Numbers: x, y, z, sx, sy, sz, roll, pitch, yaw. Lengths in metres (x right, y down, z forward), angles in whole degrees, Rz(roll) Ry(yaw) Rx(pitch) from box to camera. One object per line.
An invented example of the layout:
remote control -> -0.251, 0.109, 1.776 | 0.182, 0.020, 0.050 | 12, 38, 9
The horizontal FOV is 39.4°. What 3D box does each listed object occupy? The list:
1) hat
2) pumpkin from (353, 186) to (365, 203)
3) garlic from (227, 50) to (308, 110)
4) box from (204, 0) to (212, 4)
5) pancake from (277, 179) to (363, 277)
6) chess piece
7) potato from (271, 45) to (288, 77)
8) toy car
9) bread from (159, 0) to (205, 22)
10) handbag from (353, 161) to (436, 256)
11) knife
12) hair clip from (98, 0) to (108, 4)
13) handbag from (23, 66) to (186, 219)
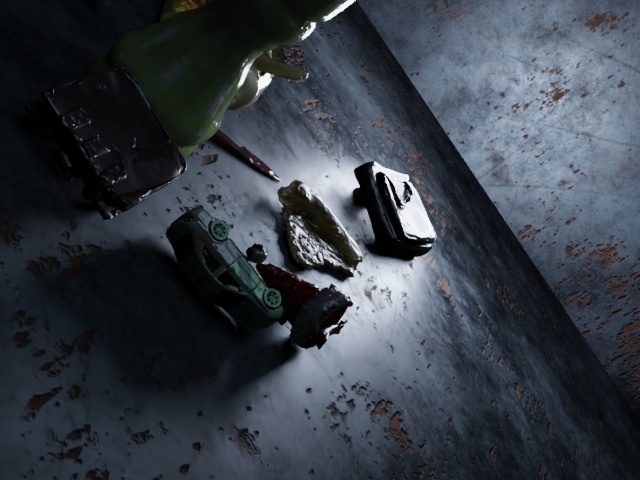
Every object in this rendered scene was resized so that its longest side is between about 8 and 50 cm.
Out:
hat -> -0.054, 0.093, 1.560 | 0.227, 0.129, 0.140 | 42, 36, 13
pumpkin -> 0.118, -0.117, 2.297 | 0.083, 0.028, 0.050 | 6, 55, -58
garlic -> -0.133, -0.351, 1.805 | 0.199, 0.226, 0.199 | -41, 136, -55
box -> -0.199, -0.498, 1.953 | 0.115, 0.025, 0.048 | 10, 48, -45
pancake -> 0.000, 0.000, 1.837 | 0.266, 0.057, 0.244 | 51, 23, -15
chess piece -> -0.153, -0.336, 1.468 | 0.234, 0.442, 0.234 | 44, 24, -25
potato -> -0.153, -0.423, 2.042 | 0.138, 0.098, 0.243 | 43, 30, -7
toy car -> -0.153, 0.054, 1.393 | 0.224, 0.090, 0.076 | 53, 48, -10
bread -> -0.276, -0.477, 1.918 | 0.125, 0.068, 0.188 | 45, 24, -27
handbag -> 0.196, -0.081, 2.297 | 0.275, 0.088, 0.244 | 9, 59, -59
knife -> -0.157, -0.177, 1.818 | 0.247, 0.018, 0.035 | 35, 26, -48
hair clip -> -0.445, -0.507, 1.571 | 0.218, 0.071, 0.159 | 34, -1, -35
handbag -> -0.316, -0.147, 1.331 | 0.203, 0.074, 0.216 | 56, 30, -8
